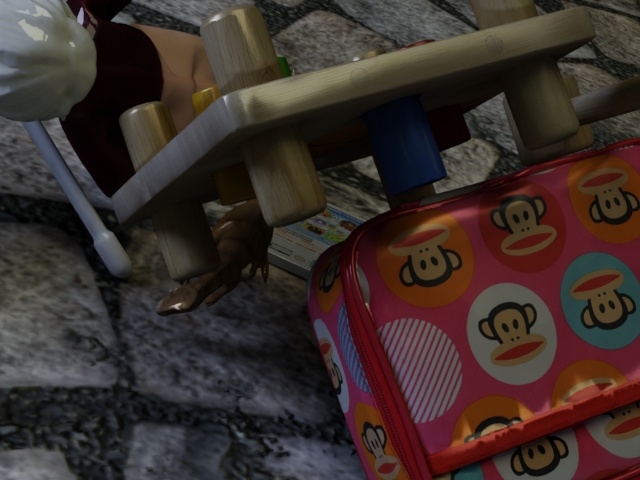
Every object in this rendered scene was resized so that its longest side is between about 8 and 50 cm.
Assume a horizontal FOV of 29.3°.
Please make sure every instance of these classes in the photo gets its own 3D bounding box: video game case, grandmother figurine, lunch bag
[{"bbox_3d":[0.000,0.000,1.070,0.087,0.011,0.122,24,30,5],"label":"video game case"},{"bbox_3d":[-0.154,-0.120,0.954,0.342,0.104,0.207,7,70,-68],"label":"grandmother figurine"},{"bbox_3d":[0.156,0.083,0.831,0.293,0.120,0.258,-17,81,-21],"label":"lunch bag"}]

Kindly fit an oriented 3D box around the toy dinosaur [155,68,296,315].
[{"bbox_3d":[-0.053,-0.013,0.939,0.064,0.112,0.211,29,62,-2],"label":"toy dinosaur"}]

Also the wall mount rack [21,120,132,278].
[{"bbox_3d":[-0.301,-0.053,0.854,0.304,0.130,0.350,26,30,14],"label":"wall mount rack"}]

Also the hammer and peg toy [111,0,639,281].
[{"bbox_3d":[0.059,-0.094,0.814,0.361,0.266,0.127,-17,86,-25],"label":"hammer and peg toy"}]
